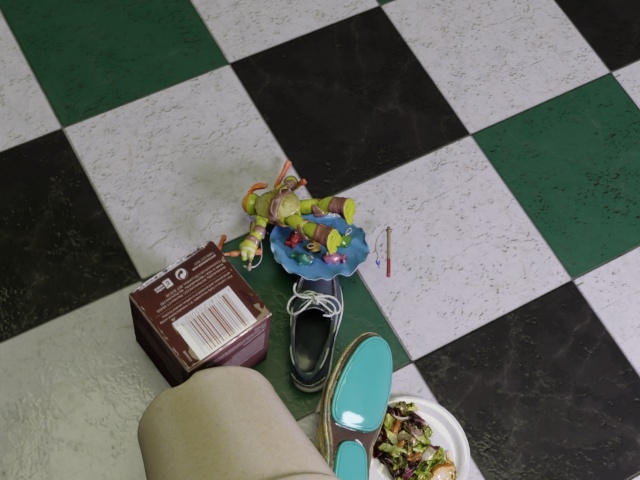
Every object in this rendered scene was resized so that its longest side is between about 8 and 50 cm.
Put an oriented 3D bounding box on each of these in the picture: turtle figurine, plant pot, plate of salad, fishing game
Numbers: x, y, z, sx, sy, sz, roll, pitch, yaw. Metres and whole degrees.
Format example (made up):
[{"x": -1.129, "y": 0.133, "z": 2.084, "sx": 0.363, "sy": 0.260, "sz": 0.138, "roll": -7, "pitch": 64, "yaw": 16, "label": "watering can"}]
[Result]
[{"x": -0.053, "y": -0.060, "z": 1.858, "sx": 0.217, "sy": 0.087, "sz": 0.269, "roll": 12, "pitch": 44, "yaw": 24, "label": "turtle figurine"}, {"x": -0.121, "y": 0.363, "z": 1.533, "sx": 0.334, "sy": 0.333, "sz": 0.305, "roll": -19, "pitch": 49, "yaw": -15, "label": "plant pot"}, {"x": 0.153, "y": 0.352, "z": 1.744, "sx": 0.200, "sy": 0.048, "sz": 0.199, "roll": 2, "pitch": 64, "yaw": -5, "label": "plate of salad"}, {"x": 0.000, "y": 0.000, "z": 1.876, "sx": 0.264, "sy": 0.041, "sz": 0.189, "roll": 5, "pitch": 40, "yaw": 1, "label": "fishing game"}]

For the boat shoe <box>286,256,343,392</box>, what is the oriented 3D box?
[{"x": -0.013, "y": 0.134, "z": 1.816, "sx": 0.095, "sy": 0.079, "sz": 0.254, "roll": 8, "pitch": 61, "yaw": 6, "label": "boat shoe"}]

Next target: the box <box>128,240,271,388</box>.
[{"x": -0.197, "y": 0.143, "z": 1.722, "sx": 0.168, "sy": 0.203, "sz": 0.167, "roll": -35, "pitch": 72, "yaw": -21, "label": "box"}]

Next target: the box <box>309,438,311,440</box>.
[{"x": -0.090, "y": 0.361, "z": 1.723, "sx": 0.137, "sy": 0.027, "sz": 0.093, "roll": 12, "pitch": 64, "yaw": 0, "label": "box"}]

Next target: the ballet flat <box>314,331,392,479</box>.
[{"x": 0.034, "y": 0.319, "z": 1.708, "sx": 0.123, "sy": 0.123, "sz": 0.348, "roll": 10, "pitch": 68, "yaw": -1, "label": "ballet flat"}]
